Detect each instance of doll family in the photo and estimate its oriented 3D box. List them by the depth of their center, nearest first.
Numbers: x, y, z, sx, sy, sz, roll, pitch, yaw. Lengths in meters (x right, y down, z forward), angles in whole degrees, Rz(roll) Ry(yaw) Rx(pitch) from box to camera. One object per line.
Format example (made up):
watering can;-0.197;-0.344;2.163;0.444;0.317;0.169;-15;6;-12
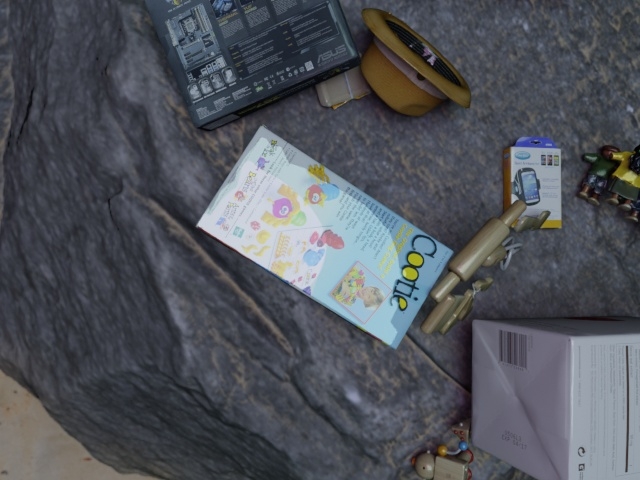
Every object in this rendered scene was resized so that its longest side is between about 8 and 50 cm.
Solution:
doll family;0.487;-0.085;0.783;0.193;0.076;0.111;28;86;4

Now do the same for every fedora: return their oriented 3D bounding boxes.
fedora;0.117;-0.229;0.725;0.194;0.194;0.079;40;122;-6

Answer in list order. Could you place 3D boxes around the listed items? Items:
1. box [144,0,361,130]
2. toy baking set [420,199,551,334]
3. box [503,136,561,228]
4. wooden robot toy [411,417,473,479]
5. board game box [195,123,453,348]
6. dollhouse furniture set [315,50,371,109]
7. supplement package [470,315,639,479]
box;-0.087;-0.270;0.686;0.233;0.059;0.183;-22;93;11
toy baking set;0.219;0.028;0.707;0.030;0.197;0.256;40;85;25
box;0.317;-0.085;0.796;0.081;0.028;0.136;1;86;-9
wooden robot toy;0.170;0.332;0.757;0.079;0.076;0.173;7;87;27
board game box;0.000;0.000;0.686;0.275;0.142;0.144;33;84;-6
dollhouse furniture set;0.009;-0.267;0.754;0.076;0.058;0.151;-25;112;-16
supplement package;0.370;0.194;0.697;0.293;0.177;0.175;2;88;-22
